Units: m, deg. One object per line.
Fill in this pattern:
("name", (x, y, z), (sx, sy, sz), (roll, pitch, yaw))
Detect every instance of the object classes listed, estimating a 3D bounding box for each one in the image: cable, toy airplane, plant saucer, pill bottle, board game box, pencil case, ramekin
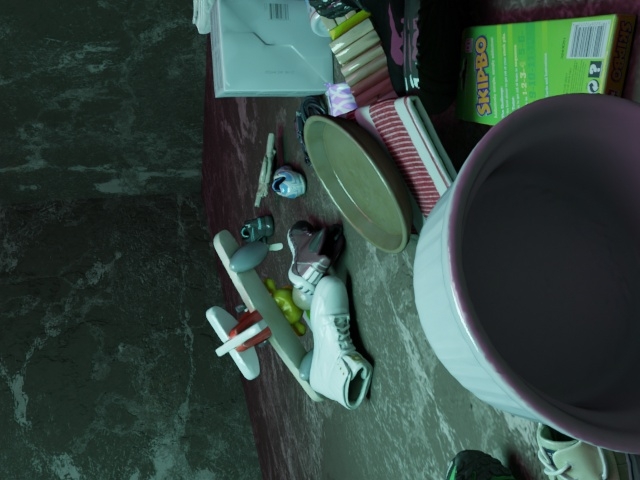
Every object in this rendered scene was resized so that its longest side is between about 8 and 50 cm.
("cable", (-0.016, -0.270, 1.403), (0.150, 0.047, 0.185), (-5, 93, 64))
("toy airplane", (-0.114, 0.184, 1.399), (0.386, 0.272, 0.384), (51, -170, -42))
("plant saucer", (0.067, -0.100, 0.944), (0.278, 0.041, 0.278), (50, 165, 19))
("pill bottle", (0.008, -0.529, 1.183), (0.087, 0.087, 0.160), (125, 136, -62))
("board game box", (0.248, -0.197, 0.660), (0.259, 0.039, 0.124), (-142, 50, -61))
("pencil case", (0.058, -0.226, 1.123), (0.086, 0.088, 0.206), (-176, 80, -73))
("ramekin", (0.215, 0.029, 0.473), (0.135, 0.277, 0.277), (127, 135, -73))

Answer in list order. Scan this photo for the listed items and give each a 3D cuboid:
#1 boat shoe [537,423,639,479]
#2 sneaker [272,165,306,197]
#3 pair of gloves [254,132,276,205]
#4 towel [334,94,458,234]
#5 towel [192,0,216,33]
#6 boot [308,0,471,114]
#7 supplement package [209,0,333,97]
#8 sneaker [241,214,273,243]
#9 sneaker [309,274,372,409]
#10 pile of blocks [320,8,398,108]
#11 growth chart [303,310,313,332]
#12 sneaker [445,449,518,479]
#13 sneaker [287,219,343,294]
("boat shoe", (0.278, 0.216, 0.596), (0.109, 0.094, 0.303), (167, 98, -71))
("sneaker", (-0.113, -0.176, 1.636), (0.237, 0.086, 0.085), (-148, 54, -68))
("pair of gloves", (-0.173, -0.220, 1.780), (0.240, 0.042, 0.204), (135, 146, -76))
("towel", (0.121, -0.113, 0.891), (0.237, 0.037, 0.329), (58, 166, -16))
("towel", (-0.170, -0.687, 1.320), (0.053, 0.331, 0.317), (40, 142, 21))
("boot", (0.081, -0.354, 0.821), (0.260, 0.131, 0.348), (5, 102, 48))
("supplement package", (-0.118, -0.450, 1.298), (0.145, 0.261, 0.204), (-159, 65, -68))
("sneaker", (-0.249, -0.029, 2.042), (0.267, 0.106, 0.101), (125, 135, -64))
("sneaker", (0.059, 0.236, 1.263), (0.169, 0.108, 0.293), (14, 105, 55))
("pile of blocks", (0.099, -0.336, 0.989), (0.112, 0.149, 0.362), (-26, 76, 24))
("growth chart", (-0.029, 0.149, 1.585), (0.172, 0.021, 0.237), (-143, 50, -64))
("sneaker", (0.224, 0.467, 0.766), (0.146, 0.134, 0.344), (159, 104, -71))
("sneaker", (0.000, 0.000, 1.383), (0.162, 0.106, 0.281), (-50, 25, 26))
